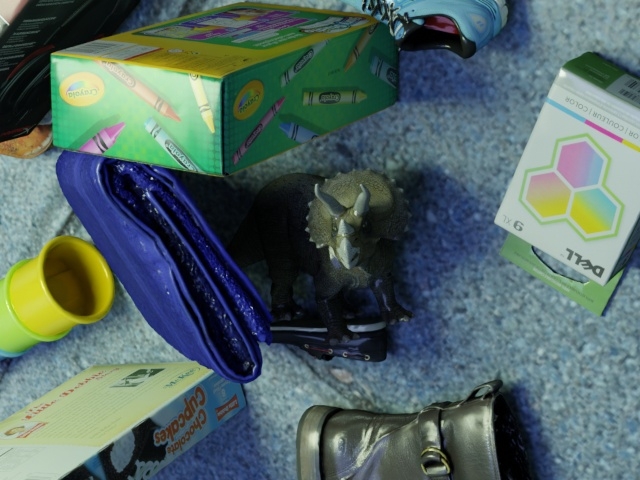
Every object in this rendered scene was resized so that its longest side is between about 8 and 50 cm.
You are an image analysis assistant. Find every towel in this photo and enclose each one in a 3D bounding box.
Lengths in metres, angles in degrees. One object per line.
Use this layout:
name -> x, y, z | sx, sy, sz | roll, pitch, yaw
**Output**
towel -> -0.141, 0.005, 1.475 | 0.227, 0.076, 0.308 | 59, 168, -12

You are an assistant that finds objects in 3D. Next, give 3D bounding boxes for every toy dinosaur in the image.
toy dinosaur -> 0.000, 0.000, 1.485 | 0.313, 0.121, 0.160 | 18, 118, 62

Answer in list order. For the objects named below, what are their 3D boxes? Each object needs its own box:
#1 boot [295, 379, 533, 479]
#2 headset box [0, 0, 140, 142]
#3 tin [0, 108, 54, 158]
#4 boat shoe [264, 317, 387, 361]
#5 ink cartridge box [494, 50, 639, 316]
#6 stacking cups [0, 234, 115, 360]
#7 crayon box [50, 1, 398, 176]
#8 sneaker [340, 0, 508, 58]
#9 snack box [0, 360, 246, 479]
boot -> 0.097, 0.258, 1.523 | 0.229, 0.091, 0.262 | -4, 104, 34
headset box -> -0.272, -0.213, 1.477 | 0.110, 0.218, 0.293 | 48, 115, 7
tin -> -0.333, -0.145, 1.674 | 0.190, 0.040, 0.106 | 13, 118, 27
boat shoe -> 0.001, 0.094, 1.546 | 0.133, 0.049, 0.042 | 1, 100, 27
ink cartridge box -> 0.215, -0.036, 1.353 | 0.109, 0.062, 0.209 | 32, 122, 18
stacking cups -> -0.348, 0.100, 1.743 | 0.316, 0.096, 0.096 | -30, 91, 38
crayon box -> -0.071, -0.133, 1.363 | 0.165, 0.278, 0.081 | 11, 111, 29
sneaker -> 0.069, -0.195, 1.358 | 0.162, 0.073, 0.063 | 19, 145, 17
snack box -> -0.236, 0.199, 1.565 | 0.187, 0.322, 0.060 | -4, 107, 34
